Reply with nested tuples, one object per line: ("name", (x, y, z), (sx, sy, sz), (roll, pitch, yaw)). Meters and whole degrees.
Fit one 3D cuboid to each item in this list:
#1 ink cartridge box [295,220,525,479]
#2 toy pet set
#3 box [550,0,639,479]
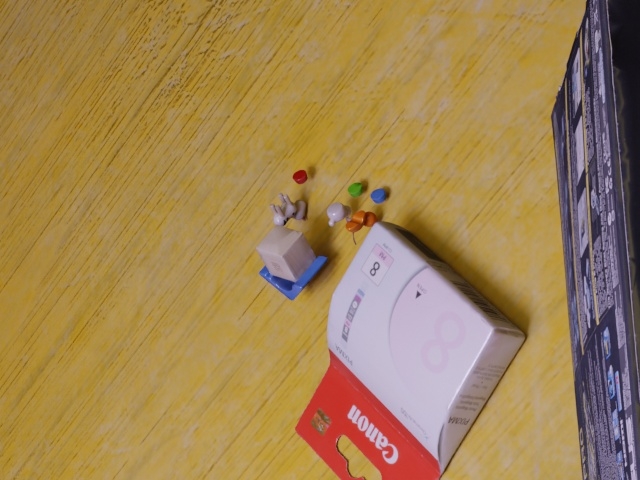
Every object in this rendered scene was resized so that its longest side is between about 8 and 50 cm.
("ink cartridge box", (0.063, 0.127, 1.588), (0.189, 0.066, 0.232), (43, 106, 42))
("toy pet set", (0.000, 0.000, 1.696), (0.122, 0.065, 0.114), (17, 57, 43))
("box", (0.237, 0.037, 1.261), (0.097, 0.318, 0.395), (-2, 73, -1))
